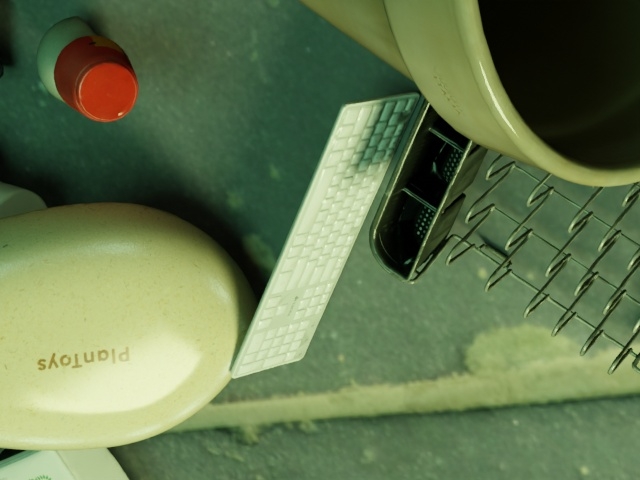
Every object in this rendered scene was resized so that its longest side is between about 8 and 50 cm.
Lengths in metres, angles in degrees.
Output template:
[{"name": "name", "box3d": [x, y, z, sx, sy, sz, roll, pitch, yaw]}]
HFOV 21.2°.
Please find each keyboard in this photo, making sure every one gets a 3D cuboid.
[{"name": "keyboard", "box3d": [0.000, 0.000, 1.225, 0.014, 0.072, 0.256, 43, 129, 26]}]

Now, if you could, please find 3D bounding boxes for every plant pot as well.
[{"name": "plant pot", "box3d": [0.084, -0.217, 0.945, 0.280, 0.323, 0.323, 20, 123, 43]}]

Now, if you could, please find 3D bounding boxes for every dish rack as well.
[{"name": "dish rack", "box3d": [0.184, -0.012, 1.098, 0.271, 0.074, 0.208, 33, 127, 15]}]

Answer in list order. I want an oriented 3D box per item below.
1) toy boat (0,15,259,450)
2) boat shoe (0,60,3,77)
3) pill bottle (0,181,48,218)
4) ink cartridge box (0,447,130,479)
[{"name": "toy boat", "box3d": [-0.174, -0.002, 1.275, 0.148, 0.267, 0.318, -138, 50, -66]}, {"name": "boat shoe", "box3d": [-0.333, -0.170, 1.363, 0.183, 0.065, 0.083, 10, 115, 28]}, {"name": "pill bottle", "box3d": [-0.346, -0.021, 1.398, 0.245, 0.136, 0.136, 16, 120, 26]}, {"name": "ink cartridge box", "box3d": [-0.178, 0.333, 1.481, 0.175, 0.069, 0.371, -24, 102, 33]}]
